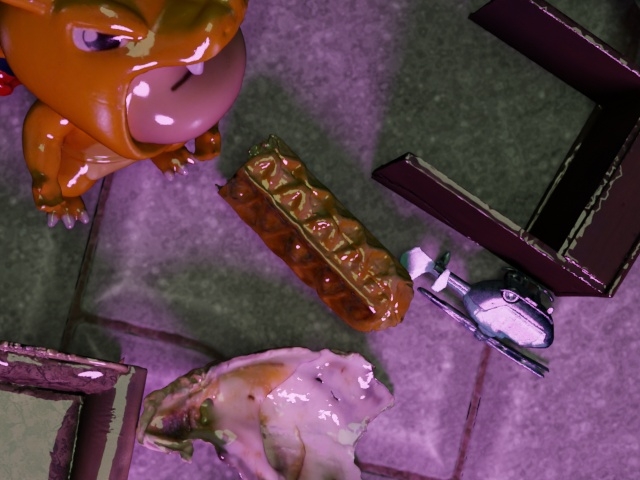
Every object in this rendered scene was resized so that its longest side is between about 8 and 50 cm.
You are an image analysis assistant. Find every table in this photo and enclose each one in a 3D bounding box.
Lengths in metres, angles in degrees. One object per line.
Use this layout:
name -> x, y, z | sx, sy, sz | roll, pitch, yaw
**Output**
table -> 0.254, -0.109, 1.710 | 0.282, 0.196, 0.250 | 33, 84, -7

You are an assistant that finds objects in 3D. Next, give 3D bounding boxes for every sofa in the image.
sofa -> -0.333, 0.208, 1.605 | 0.258, 0.182, 0.200 | 11, 87, -9

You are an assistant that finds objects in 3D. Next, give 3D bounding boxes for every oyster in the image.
oyster -> -0.053, 0.214, 1.682 | 0.271, 0.100, 0.275 | 49, 53, -10

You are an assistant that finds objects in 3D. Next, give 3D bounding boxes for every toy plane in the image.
toy plane -> 0.198, 0.074, 1.763 | 0.235, 0.060, 0.096 | 34, 118, -9

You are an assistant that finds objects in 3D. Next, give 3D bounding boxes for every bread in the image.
bread -> 0.001, -0.001, 1.717 | 0.098, 0.087, 0.269 | -45, 94, -8

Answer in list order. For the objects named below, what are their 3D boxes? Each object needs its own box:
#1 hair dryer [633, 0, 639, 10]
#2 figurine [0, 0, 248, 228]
hair dryer -> 0.465, -0.267, 1.793 | 0.156, 0.284, 0.320 | -39, 82, 31
figurine -> -0.250, -0.182, 1.536 | 0.401, 0.387, 0.268 | -9, 66, -13
